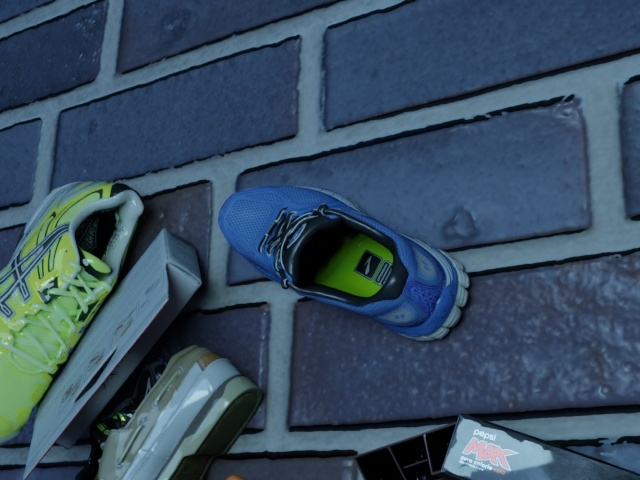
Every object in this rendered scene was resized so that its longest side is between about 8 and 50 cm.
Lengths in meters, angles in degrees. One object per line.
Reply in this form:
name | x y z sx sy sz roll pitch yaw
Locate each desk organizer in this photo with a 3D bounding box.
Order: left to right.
desk organizer | 0.100 0.221 0.984 0.130 0.050 0.047 -25 59 26

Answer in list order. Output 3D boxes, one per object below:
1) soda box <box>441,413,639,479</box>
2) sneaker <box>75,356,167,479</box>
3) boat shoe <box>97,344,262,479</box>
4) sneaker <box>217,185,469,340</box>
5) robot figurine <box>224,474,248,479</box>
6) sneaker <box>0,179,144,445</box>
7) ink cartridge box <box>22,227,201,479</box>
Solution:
soda box | 0.197 0.209 0.883 0.168 0.053 0.060 17 83 19
sneaker | -0.235 0.230 1.206 0.067 0.078 0.188 29 90 42
boat shoe | -0.198 0.258 1.143 0.103 0.113 0.302 38 85 26
sneaker | 0.000 0.000 1.082 0.330 0.147 0.130 20 85 40
robot figurine | -0.115 0.360 1.041 0.158 0.128 0.219 30 90 37
sneaker | -0.347 0.072 1.244 0.147 0.145 0.385 -16 47 45
ink cartridge box | -0.244 0.138 1.190 0.275 0.060 0.239 -51 21 9
